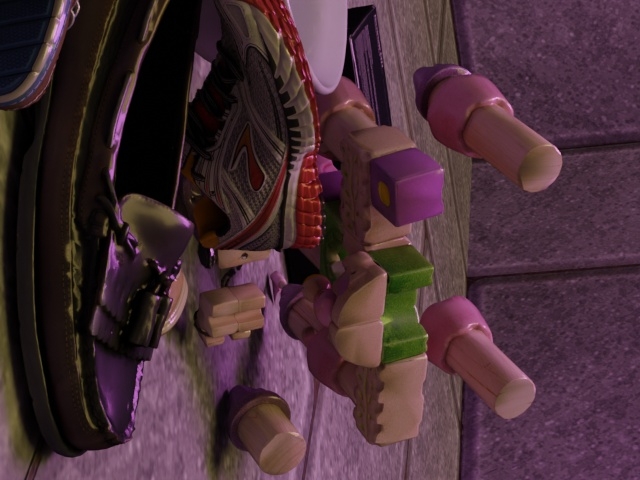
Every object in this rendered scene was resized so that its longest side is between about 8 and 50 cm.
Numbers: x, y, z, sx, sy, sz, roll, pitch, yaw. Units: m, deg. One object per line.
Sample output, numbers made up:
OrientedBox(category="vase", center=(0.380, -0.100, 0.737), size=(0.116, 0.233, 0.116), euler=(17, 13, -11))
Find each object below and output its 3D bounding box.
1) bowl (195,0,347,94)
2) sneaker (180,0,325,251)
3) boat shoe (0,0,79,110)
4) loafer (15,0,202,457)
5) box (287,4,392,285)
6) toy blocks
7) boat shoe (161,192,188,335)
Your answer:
OrientedBox(category="bowl", center=(-0.071, -0.243, 1.075), size=(0.298, 0.134, 0.298), euler=(-6, 90, -79))
OrientedBox(category="sneaker", center=(-0.049, -0.069, 0.960), size=(0.225, 0.093, 0.088), euler=(87, -11, -45))
OrientedBox(category="boat shoe", center=(-0.150, -0.140, 0.792), size=(0.066, 0.066, 0.183), euler=(68, 20, -62))
OrientedBox(category="loafer", center=(-0.112, -0.032, 0.861), size=(0.109, 0.095, 0.302), euler=(49, 37, -72))
OrientedBox(category="box", center=(0.016, -0.093, 1.556), size=(0.184, 0.103, 0.261), euler=(-56, 140, -68))
OrientedBox(category="toy blocks", center=(0.000, 0.000, 1.264), size=(0.260, 0.309, 0.288), euler=(47, -38, 50))
OrientedBox(category="boat shoe", center=(-0.113, 0.005, 0.961), size=(0.153, 0.056, 0.048), euler=(-85, 159, -52))
